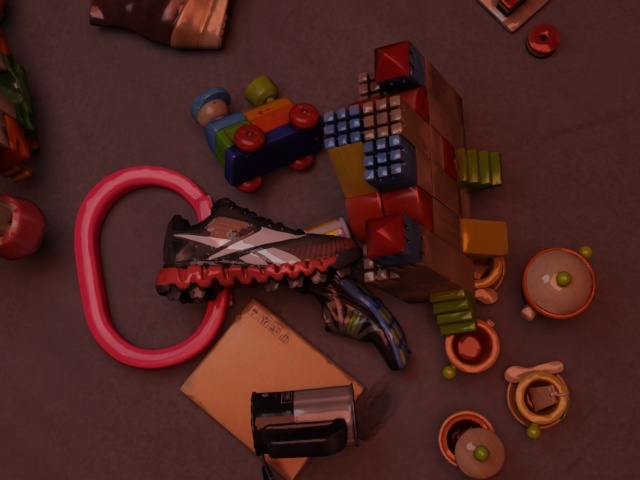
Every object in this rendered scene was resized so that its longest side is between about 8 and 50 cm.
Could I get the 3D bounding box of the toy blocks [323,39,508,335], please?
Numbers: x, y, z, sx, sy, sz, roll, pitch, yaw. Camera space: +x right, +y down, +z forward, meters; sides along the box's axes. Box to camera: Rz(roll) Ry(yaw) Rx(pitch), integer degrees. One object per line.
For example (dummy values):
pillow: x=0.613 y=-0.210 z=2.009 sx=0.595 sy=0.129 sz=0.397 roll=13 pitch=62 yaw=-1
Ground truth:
toy blocks: x=0.101 y=-0.089 z=1.198 sx=0.190 sy=0.261 sz=0.382 roll=-10 pitch=71 yaw=26

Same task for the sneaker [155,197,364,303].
sneaker: x=-0.082 y=0.006 z=1.240 sx=0.276 sy=0.097 sz=0.135 roll=-5 pitch=81 yaw=5

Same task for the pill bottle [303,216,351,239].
pill bottle: x=0.000 y=0.000 z=1.322 sx=0.083 sy=0.043 sz=0.043 roll=-19 pitch=79 yaw=-1

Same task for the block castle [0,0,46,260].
block castle: x=-0.556 y=-0.163 z=1.303 sx=0.303 sy=0.213 sz=0.453 roll=-19 pitch=72 yaw=11

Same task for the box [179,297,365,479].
box: x=-0.067 y=0.203 z=1.296 sx=0.201 sy=0.021 sz=0.164 roll=38 pitch=84 yaw=8

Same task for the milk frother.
milk frother: x=-0.017 y=0.270 z=1.231 sx=0.134 sy=0.129 sz=0.143 roll=-5 pitch=123 yaw=3

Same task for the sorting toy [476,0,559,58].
sorting toy: x=0.278 y=-0.403 z=1.387 sx=0.132 sy=0.046 sz=0.274 roll=-41 pitch=79 yaw=-6

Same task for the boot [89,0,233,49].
boot: x=-0.217 y=-0.409 z=1.389 sx=0.206 sy=0.090 sz=0.249 roll=14 pitch=83 yaw=3

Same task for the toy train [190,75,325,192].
toy train: x=-0.051 y=-0.180 z=1.345 sx=0.248 sy=0.105 sz=0.143 roll=-25 pitch=60 yaw=-24

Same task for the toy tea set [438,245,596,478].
toy tea set: x=0.250 y=0.144 z=1.239 sx=0.199 sy=0.124 sz=0.336 roll=6 pitch=79 yaw=4

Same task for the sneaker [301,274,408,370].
sneaker: x=0.047 y=0.108 z=1.295 sx=0.188 sy=0.067 sz=0.078 roll=45 pitch=103 yaw=9

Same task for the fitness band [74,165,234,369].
fitness band: x=-0.234 y=0.035 z=1.325 sx=0.208 sy=0.054 sz=0.291 roll=-12 pitch=78 yaw=3
